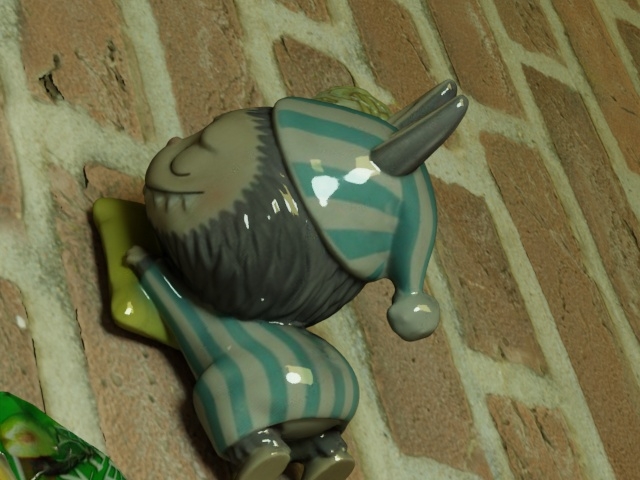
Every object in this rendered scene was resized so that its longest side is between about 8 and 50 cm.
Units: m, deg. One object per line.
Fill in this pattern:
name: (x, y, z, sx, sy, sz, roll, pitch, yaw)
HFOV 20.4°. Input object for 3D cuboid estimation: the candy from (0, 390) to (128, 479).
candy: (-0.217, 0.216, 1.465, 0.203, 0.078, 0.141, 43, 39, -32)

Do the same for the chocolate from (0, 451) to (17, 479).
chocolate: (-0.332, 0.290, 1.145, 0.162, 0.162, 0.445, 41, 32, -12)

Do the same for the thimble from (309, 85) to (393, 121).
thimble: (0.029, -0.080, 2.077, 0.190, 0.137, 0.143, 60, 27, -8)

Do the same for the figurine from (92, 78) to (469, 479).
figurine: (0.000, 0.000, 1.701, 0.266, 0.378, 0.361, 8, 47, -48)
